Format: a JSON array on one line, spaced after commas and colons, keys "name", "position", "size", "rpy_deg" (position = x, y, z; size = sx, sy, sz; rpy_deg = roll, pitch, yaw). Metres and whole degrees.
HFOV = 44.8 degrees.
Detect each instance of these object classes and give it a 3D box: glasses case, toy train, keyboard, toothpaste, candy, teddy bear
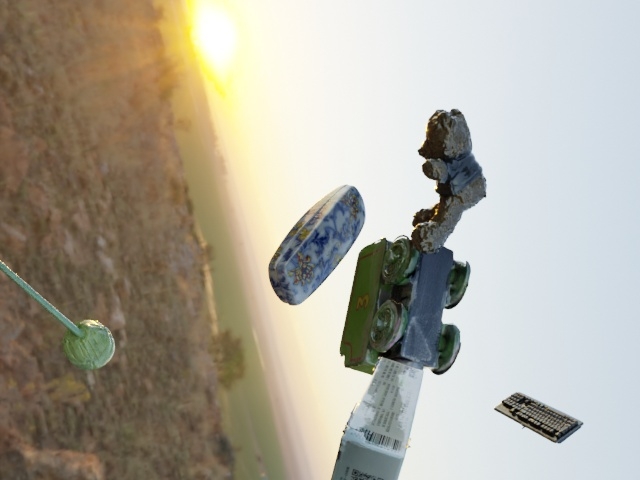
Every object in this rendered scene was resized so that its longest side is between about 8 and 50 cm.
[{"name": "glasses case", "position": [0.000, 0.000, 1.180], "size": [0.248, 0.065, 0.087], "rpy_deg": [-50, 128, -44]}, {"name": "toy train", "position": [0.154, 0.135, 1.505], "size": [0.249, 0.173, 0.307], "rpy_deg": [-28, -134, 59]}, {"name": "keyboard", "position": [0.499, 0.406, 1.795], "size": [0.230, 0.093, 0.025], "rpy_deg": [17, -47, 65]}, {"name": "toothpaste", "position": [0.069, 0.209, 0.862], "size": [0.336, 0.067, 0.081], "rpy_deg": [-20, 125, -78]}, {"name": "candy", "position": [-0.449, 0.123, 1.311], "size": [0.336, 0.092, 0.093], "rpy_deg": [65, 14, -51]}, {"name": "teddy bear", "position": [0.232, -0.107, 1.383], "size": [0.182, 0.129, 0.252], "rpy_deg": [-67, 161, -75]}]
